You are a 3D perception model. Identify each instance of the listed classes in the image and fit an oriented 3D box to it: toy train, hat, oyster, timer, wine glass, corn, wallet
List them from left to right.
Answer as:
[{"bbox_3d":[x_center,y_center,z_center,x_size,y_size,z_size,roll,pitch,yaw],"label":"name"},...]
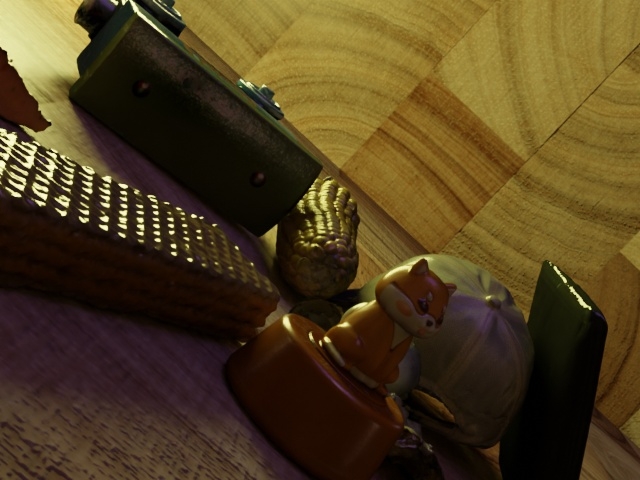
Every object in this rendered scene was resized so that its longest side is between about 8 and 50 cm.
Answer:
[{"bbox_3d":[-0.137,-0.150,1.234,0.299,0.131,0.202,37,11,-28],"label":"toy train"},{"bbox_3d":[0.000,0.000,1.251,0.101,0.101,0.292,42,10,-12],"label":"corn"},{"bbox_3d":[0.025,0.097,0.968,0.072,0.072,0.155,48,10,31],"label":"wine glass"},{"bbox_3d":[0.031,0.076,0.788,0.132,0.152,0.132,42,8,-7],"label":"timer"},{"bbox_3d":[0.076,0.169,0.920,0.121,0.045,0.146,41,0,6],"label":"oyster"},{"bbox_3d":[0.131,0.100,1.194,0.232,0.161,0.275,47,4,-3],"label":"hat"},{"bbox_3d":[0.233,0.156,1.148,0.052,0.245,0.168,5,19,-9],"label":"wallet"}]

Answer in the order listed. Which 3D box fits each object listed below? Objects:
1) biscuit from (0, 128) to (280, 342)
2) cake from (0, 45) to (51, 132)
[{"bbox_3d":[-0.133,0.002,0.719,0.094,0.054,0.378,47,8,25],"label":"biscuit"},{"bbox_3d":[-0.292,-0.157,0.835,0.109,0.090,0.225,45,-11,30],"label":"cake"}]
